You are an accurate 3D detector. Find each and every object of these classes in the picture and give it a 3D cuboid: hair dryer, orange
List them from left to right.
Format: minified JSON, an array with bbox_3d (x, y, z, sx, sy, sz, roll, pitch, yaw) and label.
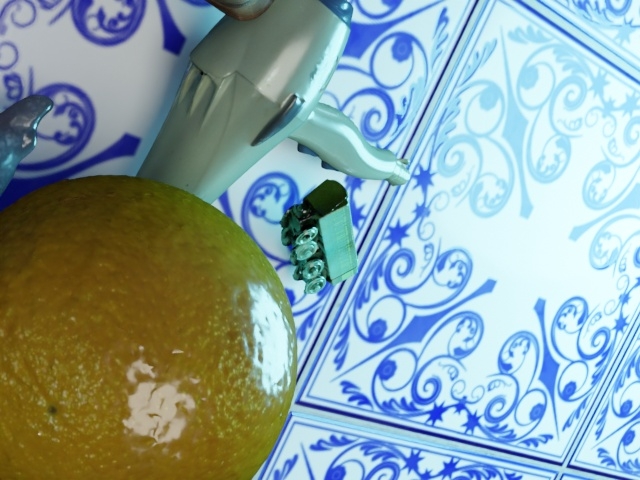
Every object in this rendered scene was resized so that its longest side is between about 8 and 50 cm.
[{"bbox_3d":[-0.146,0.083,0.758,0.274,0.274,0.274,-14,117,-29],"label":"orange"},{"bbox_3d":[-0.063,-0.061,0.934,0.296,0.119,0.298,-38,139,-7],"label":"hair dryer"}]

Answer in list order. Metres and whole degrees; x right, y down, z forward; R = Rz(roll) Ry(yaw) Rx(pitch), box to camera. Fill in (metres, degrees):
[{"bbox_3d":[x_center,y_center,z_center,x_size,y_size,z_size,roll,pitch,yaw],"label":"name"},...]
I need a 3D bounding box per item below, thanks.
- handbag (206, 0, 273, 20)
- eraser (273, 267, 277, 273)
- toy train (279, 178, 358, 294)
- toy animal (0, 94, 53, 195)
[{"bbox_3d":[-0.061,-0.286,0.799,0.193,0.151,0.072,-56,171,2],"label":"handbag"},{"bbox_3d":[-0.132,0.102,0.953,0.225,0.052,0.095,-38,155,-15],"label":"eraser"},{"bbox_3d":[0.000,0.000,0.992,0.071,0.038,0.148,-33,152,-12],"label":"toy train"},{"bbox_3d":[-0.333,0.056,0.798,0.206,0.081,0.367,1,113,-33],"label":"toy animal"}]
